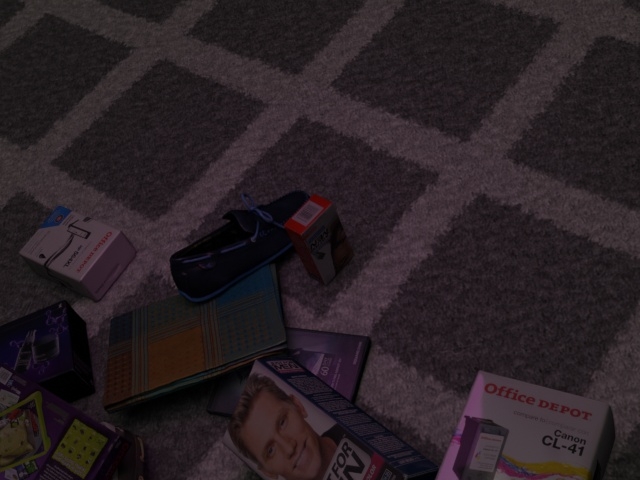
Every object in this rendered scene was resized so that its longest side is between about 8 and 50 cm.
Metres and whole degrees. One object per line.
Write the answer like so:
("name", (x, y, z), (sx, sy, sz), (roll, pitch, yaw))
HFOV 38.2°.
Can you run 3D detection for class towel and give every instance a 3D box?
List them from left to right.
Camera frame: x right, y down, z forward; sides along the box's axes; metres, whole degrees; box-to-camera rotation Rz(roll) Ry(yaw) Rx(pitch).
("towel", (-0.243, 0.184, 1.800), (0.370, 0.040, 0.271), (-20, 35, 6))

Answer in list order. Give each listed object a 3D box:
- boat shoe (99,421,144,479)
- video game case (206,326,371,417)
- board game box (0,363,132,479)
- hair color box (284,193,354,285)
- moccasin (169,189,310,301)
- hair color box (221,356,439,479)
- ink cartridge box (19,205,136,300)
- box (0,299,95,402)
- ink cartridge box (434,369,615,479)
("boat shoe", (-0.351, 0.461, 1.612), (0.109, 0.091, 0.305), (-43, 40, 30))
("video game case", (-0.059, 0.252, 1.724), (0.274, 0.026, 0.196), (5, 56, 21))
("board game box", (-0.513, 0.376, 1.645), (0.347, 0.056, 0.208), (21, 69, 35))
("hair color box", (0.000, 0.000, 1.803), (0.053, 0.167, 0.093), (30, 68, 35))
("moccasin", (-0.150, -0.010, 1.866), (0.342, 0.117, 0.138), (-40, 33, -26))
("hair color box", (0.007, 0.353, 1.521), (0.347, 0.105, 0.174), (32, 105, 35))
("ink cartridge box", (-0.530, 0.026, 2.021), (0.203, 0.086, 0.148), (19, 62, 31))
("box", (-0.603, 0.258, 1.861), (0.261, 0.103, 0.184), (-23, 47, 2))
("ink cartridge box", (0.303, 0.381, 1.431), (0.226, 0.131, 0.306), (12, 60, 27))
